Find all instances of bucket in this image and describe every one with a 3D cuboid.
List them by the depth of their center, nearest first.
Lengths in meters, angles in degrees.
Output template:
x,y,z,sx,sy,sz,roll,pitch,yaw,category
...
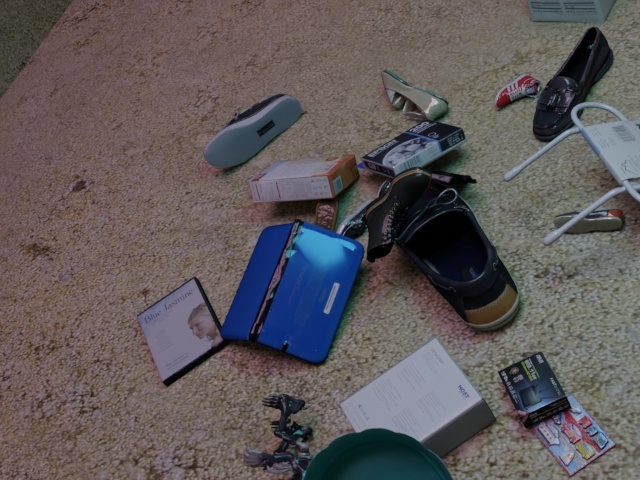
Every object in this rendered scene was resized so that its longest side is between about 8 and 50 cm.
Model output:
x,y,z,sx,sy,sz,roll,pitch,yaw,category
0.101,0.452,1.468,0.281,0.183,0.281,-2,74,6,bucket

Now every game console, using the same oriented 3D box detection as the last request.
x,y,z,sx,sy,sz,roll,pitch,yaw,category
-0.066,0.116,2.001,0.250,0.173,0.293,20,74,3,game console

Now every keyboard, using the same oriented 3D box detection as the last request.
x,y,z,sx,sy,sz,roll,pitch,yaw,category
0.291,-0.137,1.970,0.108,0.180,0.023,11,99,21,keyboard

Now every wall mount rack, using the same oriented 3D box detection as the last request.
x,y,z,sx,sy,sz,roll,pitch,yaw,category
0.554,-0.128,1.767,0.304,0.130,0.350,-9,43,-10,wall mount rack

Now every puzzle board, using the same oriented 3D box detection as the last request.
x,y,z,sx,sy,sz,roll,pitch,yaw,category
0.440,0.340,1.558,0.096,0.011,0.128,-35,42,-1,puzzle board

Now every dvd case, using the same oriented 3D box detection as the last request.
x,y,z,sx,sy,sz,roll,pitch,yaw,category
-0.335,0.213,2.131,0.180,0.022,0.253,-35,43,0,dvd case

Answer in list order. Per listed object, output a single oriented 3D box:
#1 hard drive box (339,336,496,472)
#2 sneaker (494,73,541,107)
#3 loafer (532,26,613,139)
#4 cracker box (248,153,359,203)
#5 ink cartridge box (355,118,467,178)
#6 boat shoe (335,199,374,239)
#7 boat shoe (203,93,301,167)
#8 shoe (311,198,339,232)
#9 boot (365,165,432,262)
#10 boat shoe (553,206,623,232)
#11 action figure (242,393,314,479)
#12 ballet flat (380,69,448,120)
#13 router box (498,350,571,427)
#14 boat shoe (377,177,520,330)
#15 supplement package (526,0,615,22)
x,y,z,sx,sy,sz,roll,pitch,yaw,category
0.180,0.323,1.672,0.232,0.089,0.181,-35,43,0,hard drive box
0.477,-0.354,2.129,0.118,0.042,0.067,-40,40,-10,sneaker
0.571,-0.368,2.045,0.109,0.095,0.302,20,65,41,loafer
-0.041,-0.153,2.202,0.232,0.067,0.156,-1,23,30,cracker box
0.206,-0.221,2.105,0.206,0.045,0.208,-31,25,-18,ink cartridge box
0.090,-0.041,2.081,0.142,0.049,0.040,-47,45,-16,boat shoe
-0.202,-0.315,2.456,0.306,0.113,0.105,-39,37,-9,boat shoe
0.000,0.000,2.101,0.077,0.058,0.219,13,62,15,shoe
0.163,-0.050,1.832,0.198,0.077,0.137,-49,26,46,boot
0.547,-0.046,1.809,0.137,0.049,0.043,-2,46,26,boat shoe
-0.070,0.434,1.682,0.141,0.164,0.275,-7,36,-1,action figure
0.223,-0.367,2.275,0.086,0.086,0.248,-43,45,-9,ballet flat
0.390,0.272,1.619,0.092,0.038,0.122,-27,37,7,router box
0.253,-0.016,1.885,0.187,0.156,0.500,-34,42,3,boat shoe
0.620,-0.707,2.193,0.198,0.262,0.199,13,60,38,supplement package
